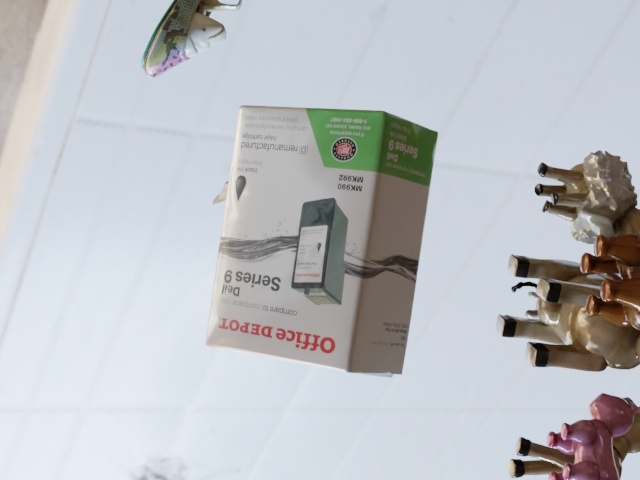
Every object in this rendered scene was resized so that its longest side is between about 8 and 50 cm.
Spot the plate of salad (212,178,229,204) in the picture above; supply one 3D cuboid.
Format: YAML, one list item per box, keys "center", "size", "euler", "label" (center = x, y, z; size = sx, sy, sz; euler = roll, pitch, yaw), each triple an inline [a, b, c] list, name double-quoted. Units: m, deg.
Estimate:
- center: [-0.058, -0.095, 1.576]
  size: [0.200, 0.200, 0.048]
  euler: [-31, 101, 8]
  label: "plate of salad"

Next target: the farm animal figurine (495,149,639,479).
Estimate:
- center: [0.290, 0.118, 1.147]
  size: [0.172, 0.327, 0.330]
  euler: [7, 119, -11]
  label: "farm animal figurine"

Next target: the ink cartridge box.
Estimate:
- center: [0.000, 0.000, 1.331]
  size: [0.121, 0.211, 0.289]
  euler: [11, 86, -55]
  label: "ink cartridge box"

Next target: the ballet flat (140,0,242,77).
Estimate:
- center: [-0.138, -0.287, 1.406]
  size: [0.079, 0.221, 0.077]
  euler: [23, 165, 4]
  label: "ballet flat"
